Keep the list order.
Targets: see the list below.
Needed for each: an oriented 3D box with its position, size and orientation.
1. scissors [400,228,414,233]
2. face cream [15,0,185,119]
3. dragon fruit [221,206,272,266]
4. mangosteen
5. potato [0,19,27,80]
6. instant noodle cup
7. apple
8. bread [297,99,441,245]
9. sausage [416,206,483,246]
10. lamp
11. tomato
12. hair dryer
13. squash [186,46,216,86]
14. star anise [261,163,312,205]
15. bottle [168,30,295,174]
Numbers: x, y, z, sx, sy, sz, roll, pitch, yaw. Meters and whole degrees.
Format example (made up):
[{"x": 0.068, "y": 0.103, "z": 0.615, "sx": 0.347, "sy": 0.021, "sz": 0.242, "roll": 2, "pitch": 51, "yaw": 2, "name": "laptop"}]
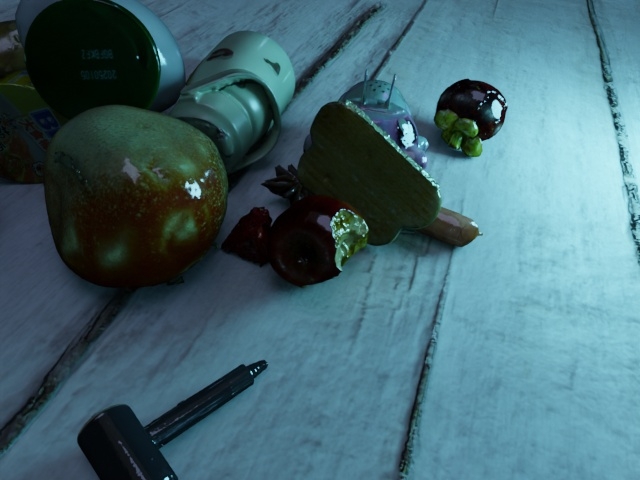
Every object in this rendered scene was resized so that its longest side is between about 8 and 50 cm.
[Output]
[{"x": 0.092, "y": -0.028, "z": 0.954, "sx": 0.188, "sy": 0.015, "sz": 0.100, "roll": 8, "pitch": 45, "yaw": -3, "name": "scissors"}, {"x": -0.416, "y": -0.370, "z": 0.949, "sx": 0.312, "sy": 0.220, "sz": 0.357, "roll": 27, "pitch": 18, "yaw": -27, "name": "face cream"}, {"x": -0.117, "y": -0.027, "z": 0.887, "sx": 0.096, "sy": 0.063, "sz": 0.131, "roll": 17, "pitch": 45, "yaw": 9, "name": "dragon fruit"}, {"x": 0.353, "y": -0.296, "z": 1.172, "sx": 0.166, "sy": 0.166, "sz": 0.180, "roll": 24, "pitch": 71, "yaw": 16, "name": "mangosteen"}, {"x": -0.757, "y": -0.468, "z": 1.203, "sx": 0.296, "sy": 0.141, "sz": 0.191, "roll": -27, "pitch": 52, "yaw": -27, "name": "potato"}, {"x": -0.572, "y": -0.236, "z": 0.955, "sx": 0.204, "sy": 0.205, "sz": 0.153, "roll": -6, "pitch": 39, "yaw": -13, "name": "instant noodle cup"}, {"x": -0.004, "y": -0.004, "z": 0.819, "sx": 0.146, "sy": 0.156, "sz": 0.158, "roll": 27, "pitch": 26, "yaw": 14, "name": "apple"}, {"x": 0.069, "y": -0.105, "z": 0.892, "sx": 0.286, "sy": 0.207, "sz": 0.056, "roll": 47, "pitch": 18, "yaw": 0, "name": "bread"}, {"x": 0.230, "y": -0.034, "z": 0.945, "sx": 0.169, "sy": 0.065, "sz": 0.065, "roll": 24, "pitch": 46, "yaw": 17, "name": "sausage"}, {"x": 0.110, "y": -0.246, "z": 1.023, "sx": 0.246, "sy": 0.248, "sz": 0.301, "roll": 13, "pitch": 37, "yaw": 2, "name": "lamp"}, {"x": -0.299, "y": -0.078, "z": 0.789, "sx": 0.302, "sy": 0.239, "sz": 0.304, "roll": 6, "pitch": 46, "yaw": -6, "name": "tomato"}, {"x": -0.157, "y": 0.230, "z": 0.625, "sx": 0.255, "sy": 0.070, "sz": 0.128, "roll": -26, "pitch": 53, "yaw": -35, "name": "hair dryer"}, {"x": -0.266, "y": -0.457, "z": 1.294, "sx": 0.191, "sy": 0.085, "sz": 0.184, "roll": 29, "pitch": 47, "yaw": 22, "name": "squash"}, {"x": -0.044, "y": -0.110, "z": 0.992, "sx": 0.124, "sy": 0.056, "sz": 0.129, "roll": 40, "pitch": 44, "yaw": -3, "name": "star anise"}, {"x": -0.190, "y": -0.282, "z": 1.032, "sx": 0.228, "sy": 0.229, "sz": 0.352, "roll": 14, "pitch": 45, "yaw": 7, "name": "bottle"}]
